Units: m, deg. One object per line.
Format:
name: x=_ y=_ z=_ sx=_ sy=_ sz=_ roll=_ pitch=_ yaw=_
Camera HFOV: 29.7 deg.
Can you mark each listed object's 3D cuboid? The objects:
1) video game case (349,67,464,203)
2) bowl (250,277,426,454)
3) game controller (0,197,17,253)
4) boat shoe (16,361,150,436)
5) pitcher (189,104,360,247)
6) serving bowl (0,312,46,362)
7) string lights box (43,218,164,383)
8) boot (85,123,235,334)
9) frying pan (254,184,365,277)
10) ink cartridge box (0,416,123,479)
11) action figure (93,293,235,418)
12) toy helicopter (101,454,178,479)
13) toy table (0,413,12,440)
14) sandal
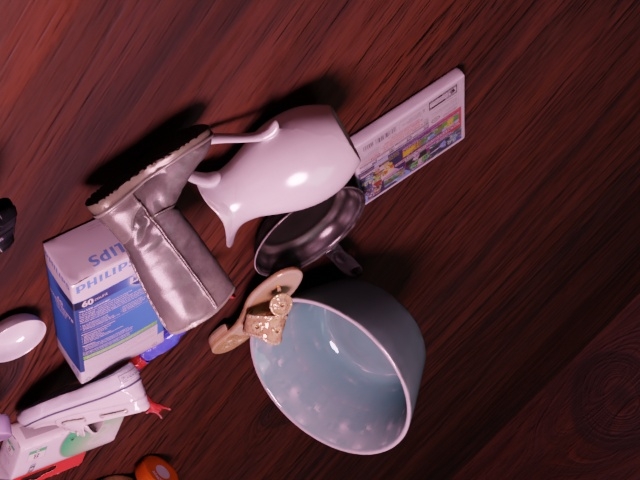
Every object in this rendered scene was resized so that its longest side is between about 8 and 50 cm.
video game case: x=0.132 y=-0.153 z=1.810 sx=0.201 sy=0.023 sz=0.183 roll=-34 pitch=155 yaw=-10
bowl: x=0.053 y=0.188 z=2.022 sx=0.163 sy=0.311 sz=0.311 roll=-42 pitch=164 yaw=-43
game controller: x=-0.457 y=0.050 z=1.226 sx=0.319 sy=0.067 sz=0.166 roll=-34 pitch=-166 yaw=-34
boat shoe: x=-0.338 y=0.242 z=1.700 sx=0.226 sy=0.076 sz=0.083 roll=-22 pitch=-175 yaw=34
pitcher: x=-0.067 y=-0.102 z=1.534 sx=0.207 sy=0.125 sz=0.178 roll=-28 pitch=141 yaw=6
serving bowl: x=-0.400 y=0.121 z=1.563 sx=0.083 sy=0.027 sz=0.083 roll=-30 pitch=154 yaw=-16
string lights box: x=-0.279 y=0.074 z=1.584 sx=0.133 sy=0.077 sz=0.259 roll=-27 pitch=153 yaw=-23
boot: x=-0.161 y=-0.012 z=1.461 sx=0.190 sy=0.076 sz=0.208 roll=-36 pitch=112 yaw=-3
frying pan: x=0.017 y=-0.020 z=1.850 sx=0.197 sy=0.053 sz=0.326 roll=-48 pitch=155 yaw=25
ink cartridge box: x=-0.418 y=0.340 z=1.891 sx=0.181 sy=0.056 sz=0.224 roll=-17 pitch=147 yaw=-37
action figure: x=-0.229 y=0.158 z=1.777 sx=0.280 sy=0.091 sz=0.139 roll=-42 pitch=146 yaw=9
toy helicopter: x=-0.273 y=0.556 z=2.096 sx=0.140 sy=0.355 sz=0.235 roll=-45 pitch=172 yaw=17
toy table: x=-0.501 y=0.315 z=1.529 sx=0.252 sy=0.161 sz=0.274 roll=-23 pitch=163 yaw=39
sandal: x=-0.088 y=0.135 z=1.891 sx=0.088 sy=0.079 sz=0.240 roll=-4 pitch=151 yaw=-44
